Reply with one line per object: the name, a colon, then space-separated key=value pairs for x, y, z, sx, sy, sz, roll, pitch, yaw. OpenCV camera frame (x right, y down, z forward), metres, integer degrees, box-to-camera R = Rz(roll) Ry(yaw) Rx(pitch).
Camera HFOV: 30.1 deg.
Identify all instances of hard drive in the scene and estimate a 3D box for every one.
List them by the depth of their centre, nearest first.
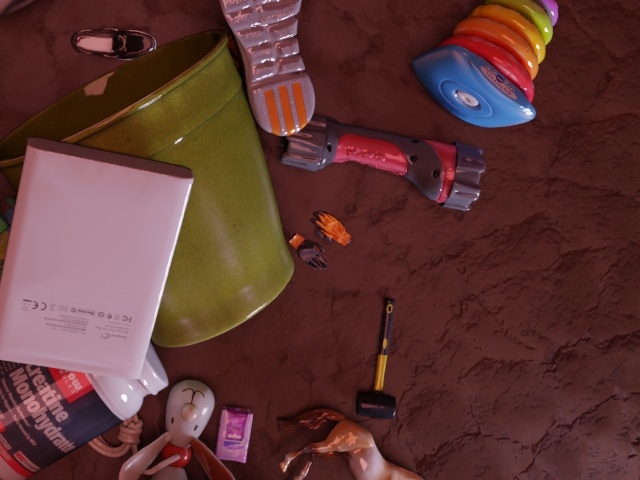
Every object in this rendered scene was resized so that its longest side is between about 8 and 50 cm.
hard drive: x=-0.296 y=0.030 z=1.509 sx=0.203 sy=0.040 sz=0.307 roll=11 pitch=117 yaw=-15

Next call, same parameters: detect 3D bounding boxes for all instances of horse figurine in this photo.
horse figurine: x=0.046 y=0.358 z=1.856 sx=0.174 sy=0.066 sz=0.263 roll=-38 pitch=93 yaw=-12

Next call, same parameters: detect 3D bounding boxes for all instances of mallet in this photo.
mallet: x=0.087 y=0.186 z=1.866 sx=0.062 sy=0.039 sz=0.190 roll=0 pitch=91 yaw=-10

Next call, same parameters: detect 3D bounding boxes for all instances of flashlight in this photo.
flashlight: x=0.092 y=-0.120 z=1.803 sx=0.304 sy=0.103 sz=0.103 roll=10 pitch=97 yaw=-9

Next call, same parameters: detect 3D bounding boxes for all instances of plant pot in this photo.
plant pot: x=-0.215 y=-0.055 z=1.675 sx=0.366 sy=0.366 sz=0.353 roll=-29 pitch=110 yaw=-3

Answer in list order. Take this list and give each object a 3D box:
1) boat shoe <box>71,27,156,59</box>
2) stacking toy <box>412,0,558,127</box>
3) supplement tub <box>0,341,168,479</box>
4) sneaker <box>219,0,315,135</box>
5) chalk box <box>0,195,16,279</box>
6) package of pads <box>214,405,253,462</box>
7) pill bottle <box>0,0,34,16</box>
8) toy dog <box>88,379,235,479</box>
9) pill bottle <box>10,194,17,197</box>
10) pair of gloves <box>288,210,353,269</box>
boat shoe: x=-0.308 y=-0.295 z=1.771 sx=0.125 sy=0.038 sz=0.046 roll=5 pitch=95 yaw=-7
stacking toy: x=0.296 y=-0.330 z=1.799 sx=0.175 sy=0.166 sz=0.302 roll=38 pitch=75 yaw=-18
supplement tub: x=-0.381 y=0.210 z=1.733 sx=0.272 sy=0.191 sz=0.191 roll=-31 pitch=98 yaw=-3
sneaker: x=-0.099 y=-0.315 z=1.707 sx=0.124 sy=0.180 sz=0.321 roll=-11 pitch=110 yaw=-16
chalk box: x=-0.413 y=0.039 z=1.610 sx=0.132 sy=0.132 sz=0.213 roll=-42 pitch=133 yaw=-9
package of pads: x=-0.135 y=0.302 z=1.851 sx=0.050 sy=0.032 sz=0.083 roll=8 pitch=94 yaw=-10
pill bottle: x=-0.478 y=-0.470 z=1.673 sx=0.162 sy=0.162 sz=0.278 roll=-37 pitch=98 yaw=-2
toy dog: x=-0.235 y=0.391 z=1.782 sx=0.220 sy=0.161 sz=0.334 roll=-9 pitch=96 yaw=-6
pill bottle: x=-0.500 y=0.045 z=1.734 sx=0.229 sy=0.131 sz=0.131 roll=-41 pitch=98 yaw=-2
pair of gloves: x=0.000 y=0.000 z=1.848 sx=0.074 sy=0.010 sz=0.083 roll=43 pitch=90 yaw=-9
